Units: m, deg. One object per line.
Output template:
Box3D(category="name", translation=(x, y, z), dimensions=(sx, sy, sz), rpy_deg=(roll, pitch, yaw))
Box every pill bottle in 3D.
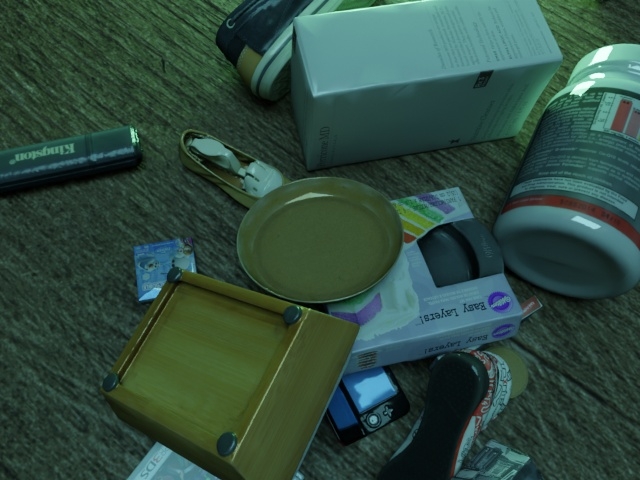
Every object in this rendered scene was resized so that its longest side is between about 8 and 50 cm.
Box3D(category="pill bottle", translation=(0.419, -0.112, 0.893), dimensions=(0.210, 0.210, 0.363), rpy_deg=(26, 68, 8))

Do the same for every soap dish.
Box3D(category="soap dish", translation=(-0.123, 0.159, 0.735), dimensions=(0.290, 0.118, 0.229), rpy_deg=(12, 64, 36))

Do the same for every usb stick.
Box3D(category="usb stick", translation=(-0.428, -0.129, 0.945), dimensions=(0.277, 0.045, 0.077), rpy_deg=(-13, 69, -8))

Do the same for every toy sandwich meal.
Box3D(category="toy sandwich meal", translation=(0.261, 0.196, 0.852), dimensions=(0.085, 0.029, 0.086), rpy_deg=(2, 62, -3))

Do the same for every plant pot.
Box3D(category="plant pot", translation=(0.000, 0.000, 0.833), dimensions=(0.236, 0.032, 0.236), rpy_deg=(-3, 48, 3))

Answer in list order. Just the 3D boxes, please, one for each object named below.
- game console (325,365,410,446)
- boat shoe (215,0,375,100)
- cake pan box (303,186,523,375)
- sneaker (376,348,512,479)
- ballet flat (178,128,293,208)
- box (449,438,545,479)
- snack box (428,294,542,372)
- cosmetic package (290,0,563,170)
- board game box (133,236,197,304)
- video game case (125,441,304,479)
Box3D(category="game console", translation=(0.047, 0.194, 0.809), dimensions=(0.124, 0.085, 0.144), rpy_deg=(-24, 70, -13))
Box3D(category="boat shoe", translation=(0.007, -0.466, 1.043), dimensions=(0.156, 0.187, 0.500), rpy_deg=(38, 75, 7))
Box3D(category="cake pan box", translation=(0.127, 0.049, 0.850), dimensions=(0.266, 0.070, 0.246), rpy_deg=(-11, 53, -5))
Box3D(category="sneaker", translation=(0.169, 0.269, 0.778), dimensions=(0.090, 0.145, 0.270), rpy_deg=(28, 102, 35))
Box3D(category="ballet flat", translation=(-0.130, -0.108, 0.937), dimensions=(0.232, 0.073, 0.080), rpy_deg=(25, 68, 7))
Box3D(category="box", translation=(0.172, 0.425, 0.665), dimensions=(0.307, 0.076, 0.243), rpy_deg=(-36, 102, -17))
Box3D(category="snack box", translation=(0.240, 0.141, 0.853), dimensions=(0.178, 0.064, 0.022), rpy_deg=(-28, 68, -14))
Box3D(category="cosmetic package", translation=(0.149, -0.254, 0.940), dimensions=(0.384, 0.217, 0.156), rpy_deg=(-13, 68, -7))
Box3D(category="board game box", translation=(-0.235, 0.045, 0.894), dimensions=(0.090, 0.020, 0.090), rpy_deg=(-11, 69, -8))
Box3D(category="video game case", translation=(-0.147, 0.328, 0.774), dimensions=(0.190, 0.022, 0.173), rpy_deg=(34, 69, 11))
